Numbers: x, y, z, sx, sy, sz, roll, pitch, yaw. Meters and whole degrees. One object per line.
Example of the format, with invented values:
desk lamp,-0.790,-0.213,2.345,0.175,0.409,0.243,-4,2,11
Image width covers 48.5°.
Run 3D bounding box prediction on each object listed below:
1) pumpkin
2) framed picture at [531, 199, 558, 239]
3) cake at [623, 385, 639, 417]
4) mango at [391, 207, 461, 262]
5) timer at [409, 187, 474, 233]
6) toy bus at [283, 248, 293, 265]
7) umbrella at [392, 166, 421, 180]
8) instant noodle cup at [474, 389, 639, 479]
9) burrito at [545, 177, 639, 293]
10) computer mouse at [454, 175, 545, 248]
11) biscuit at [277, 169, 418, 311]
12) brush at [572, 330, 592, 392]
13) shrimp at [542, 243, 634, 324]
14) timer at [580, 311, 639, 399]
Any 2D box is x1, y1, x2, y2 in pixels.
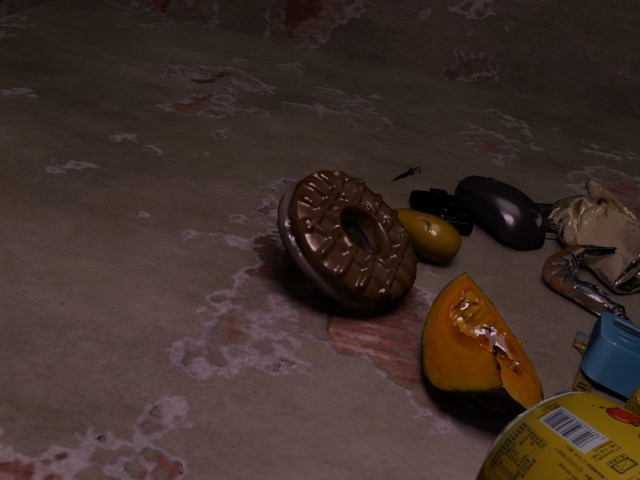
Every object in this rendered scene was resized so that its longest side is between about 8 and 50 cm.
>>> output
pumpkin,0.284,0.223,1.265,0.169,0.148,0.312,43,26,-27
framed picture,0.691,-0.063,2.025,0.296,0.019,0.232,2,30,-18
cake,0.610,0.337,1.125,0.179,0.156,0.260,-12,38,-27
mango,0.237,-0.021,1.662,0.195,0.098,0.137,30,6,15
timer,0.318,-0.084,1.879,0.144,0.055,0.187,7,28,-8
toy bus,0.000,0.000,1.554,0.087,0.098,0.178,23,29,20
umbrella,0.253,-0.199,2.105,0.022,0.022,0.149,-14,5,45
instant noodle cup,0.353,0.351,0.851,0.326,0.325,0.254,-2,22,-25
burrito,0.733,-0.008,1.811,0.135,0.190,0.332,37,14,-37
computer mouse,0.488,-0.091,1.876,0.170,0.100,0.269,0,37,-40
biscuit,0.059,-0.003,1.447,0.332,0.103,0.332,25,43,-26
brush,0.529,0.244,1.403,0.083,0.010,0.218,23,30,20
shrimp,0.653,0.090,1.633,0.198,0.051,0.262,-35,51,-20
timer,0.648,0.228,1.390,0.232,0.091,0.250,27,27,17
